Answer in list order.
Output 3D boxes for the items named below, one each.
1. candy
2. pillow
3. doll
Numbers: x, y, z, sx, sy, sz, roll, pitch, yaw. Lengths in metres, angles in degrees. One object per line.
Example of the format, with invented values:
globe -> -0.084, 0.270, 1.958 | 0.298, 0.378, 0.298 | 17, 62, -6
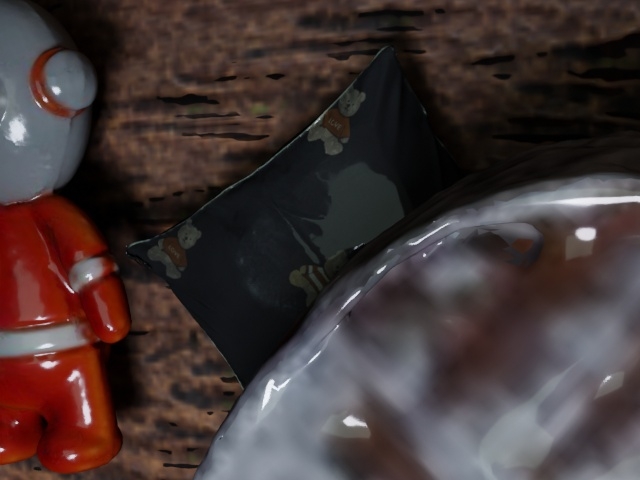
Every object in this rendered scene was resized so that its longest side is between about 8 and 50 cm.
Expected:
candy -> 0.070, 0.099, 0.412 | 0.214, 0.157, 0.289 | 40, 111, 6
pillow -> 0.000, 0.000, 0.494 | 0.150, 0.048, 0.090 | -36, 77, 20
doll -> -0.140, -0.018, 0.542 | 0.142, 0.076, 0.245 | -2, 98, 38
